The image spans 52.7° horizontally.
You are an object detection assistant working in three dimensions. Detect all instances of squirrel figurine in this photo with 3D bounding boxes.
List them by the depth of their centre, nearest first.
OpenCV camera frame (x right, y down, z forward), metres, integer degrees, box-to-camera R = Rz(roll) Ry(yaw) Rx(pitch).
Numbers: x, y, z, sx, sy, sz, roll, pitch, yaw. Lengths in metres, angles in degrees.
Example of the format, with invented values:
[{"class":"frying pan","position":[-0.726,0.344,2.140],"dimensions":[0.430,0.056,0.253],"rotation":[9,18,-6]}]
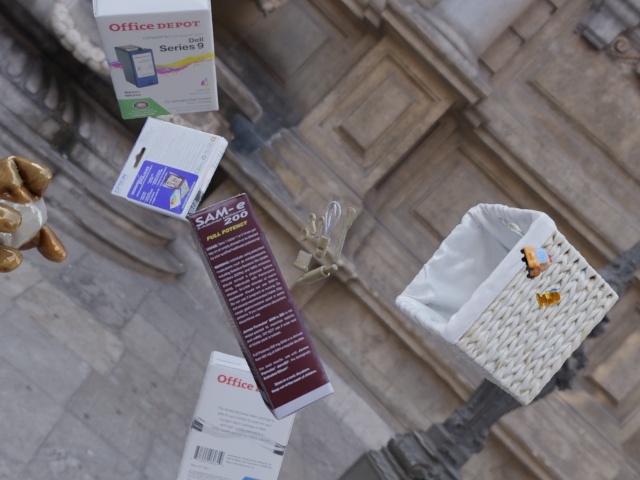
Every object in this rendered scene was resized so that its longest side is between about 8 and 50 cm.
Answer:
[{"class":"squirrel figurine","position":[-0.881,-0.042,1.546],"dimensions":[0.396,0.281,0.370],"rotation":[27,41,16]}]

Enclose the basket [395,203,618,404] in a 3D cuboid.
[{"class":"basket","position":[0.397,0.124,1.428],"dimensions":[0.266,0.331,0.328],"rotation":[40,-2,-12]}]

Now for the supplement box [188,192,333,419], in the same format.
[{"class":"supplement box","position":[-0.074,0.076,0.752],"dimensions":[0.240,0.073,0.130],"rotation":[65,-13,2]}]

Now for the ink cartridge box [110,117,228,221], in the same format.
[{"class":"ink cartridge box","position":[-0.341,-0.162,1.457],"dimensions":[0.208,0.206,0.045],"rotation":[18,-13,21]}]

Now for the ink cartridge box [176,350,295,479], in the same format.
[{"class":"ink cartridge box","position":[-0.126,0.292,1.008],"dimensions":[0.148,0.203,0.086],"rotation":[16,1,-7]}]

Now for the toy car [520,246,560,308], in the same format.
[{"class":"toy car","position":[0.315,0.057,0.909],"dimensions":[0.122,0.040,0.060],"rotation":[-94,162,-45]}]

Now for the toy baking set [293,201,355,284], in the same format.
[{"class":"toy baking set","position":[-0.001,0.007,1.654],"dimensions":[0.030,0.197,0.256],"rotation":[12,-19,-33]}]

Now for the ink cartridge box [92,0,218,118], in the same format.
[{"class":"ink cartridge box","position":[-0.235,-0.284,0.950],"dimensions":[0.212,0.154,0.093],"rotation":[101,-21,-59]}]
